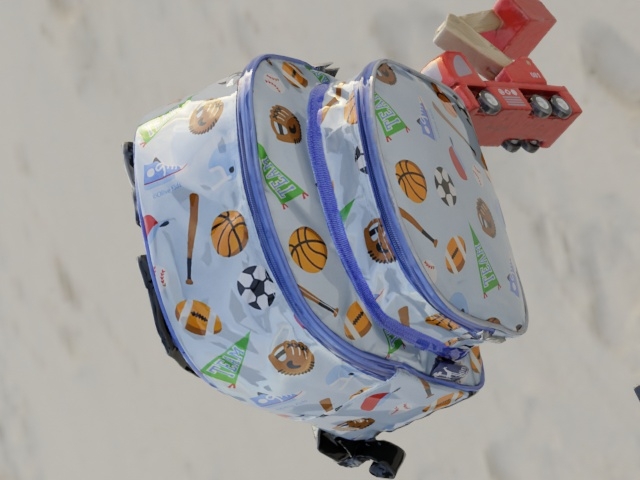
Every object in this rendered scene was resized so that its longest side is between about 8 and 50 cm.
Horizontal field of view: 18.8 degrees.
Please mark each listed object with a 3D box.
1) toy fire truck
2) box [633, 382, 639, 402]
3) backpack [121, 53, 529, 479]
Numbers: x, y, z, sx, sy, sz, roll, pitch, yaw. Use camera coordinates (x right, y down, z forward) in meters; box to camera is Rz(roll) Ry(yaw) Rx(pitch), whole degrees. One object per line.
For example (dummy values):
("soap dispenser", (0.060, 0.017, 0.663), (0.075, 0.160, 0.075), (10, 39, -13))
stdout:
("toy fire truck", (0.128, -0.131, 1.459), (0.047, 0.192, 0.135), (-50, 59, 32))
("box", (0.381, 0.171, 1.532), (0.060, 0.270, 0.216), (-31, 79, 39))
("backpack", (0.000, 0.000, 1.281), (0.213, 0.263, 0.276), (-32, 66, 30))
